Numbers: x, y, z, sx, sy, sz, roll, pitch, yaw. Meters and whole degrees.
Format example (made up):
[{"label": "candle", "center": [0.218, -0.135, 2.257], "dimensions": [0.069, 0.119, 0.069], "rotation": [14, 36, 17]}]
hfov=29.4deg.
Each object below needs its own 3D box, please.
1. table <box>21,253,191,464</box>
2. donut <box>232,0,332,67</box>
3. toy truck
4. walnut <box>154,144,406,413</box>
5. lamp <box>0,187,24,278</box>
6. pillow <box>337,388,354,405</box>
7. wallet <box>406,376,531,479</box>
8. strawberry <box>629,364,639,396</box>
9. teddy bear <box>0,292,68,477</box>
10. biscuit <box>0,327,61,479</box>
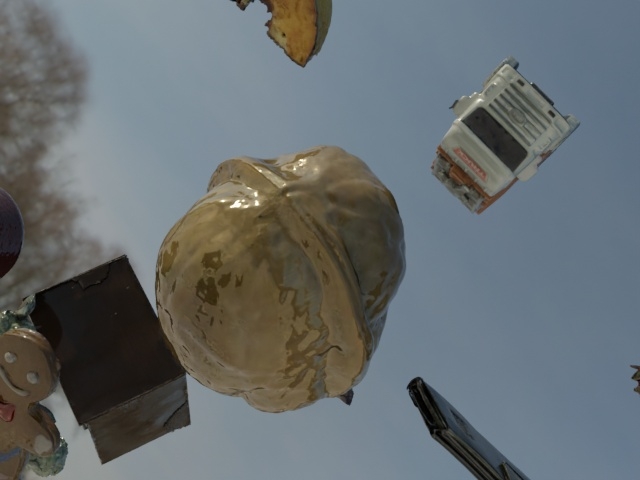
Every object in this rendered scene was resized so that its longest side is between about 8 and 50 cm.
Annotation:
[{"label": "table", "center": [-0.366, 0.217, 2.132], "dimensions": [0.251, 0.196, 0.282], "rotation": [59, -16, 20]}, {"label": "donut", "center": [-0.057, -0.367, 1.789], "dimensions": [0.217, 0.085, 0.141], "rotation": [47, -50, 10]}, {"label": "toy truck", "center": [0.298, -0.162, 2.101], "dimensions": [0.173, 0.207, 0.387], "rotation": [45, -2, 5]}, {"label": "walnut", "center": [-0.053, 0.050, 1.667], "dimensions": [0.381, 0.381, 0.381], "rotation": [47, -27, 32]}, {"label": "lamp", "center": [-0.554, -0.010, 1.813], "dimensions": [0.180, 0.180, 0.258], "rotation": [57, 17, 12]}, {"label": "pillow", "center": [0.018, 0.183, 2.026], "dimensions": [0.118, 0.185, 0.043], "rotation": [25, -40, -13]}, {"label": "wallet", "center": [0.246, 0.320, 1.665], "dimensions": [0.317, 0.044, 0.169], "rotation": [45, 7, -18]}, {"label": "strawberry", "center": [0.564, 0.254, 1.839], "dimensions": [0.087, 0.208, 0.167], "rotation": [-61, -143, 10]}, {"label": "teddy bear", "center": [-0.361, 0.177, 1.406], "dimensions": [0.133, 0.111, 0.213], "rotation": [119, -44, -67]}, {"label": "biscuit", "center": [-0.308, 0.164, 1.171], "dimensions": [0.138, 0.031, 0.205], "rotation": [43, -58, 14]}]
